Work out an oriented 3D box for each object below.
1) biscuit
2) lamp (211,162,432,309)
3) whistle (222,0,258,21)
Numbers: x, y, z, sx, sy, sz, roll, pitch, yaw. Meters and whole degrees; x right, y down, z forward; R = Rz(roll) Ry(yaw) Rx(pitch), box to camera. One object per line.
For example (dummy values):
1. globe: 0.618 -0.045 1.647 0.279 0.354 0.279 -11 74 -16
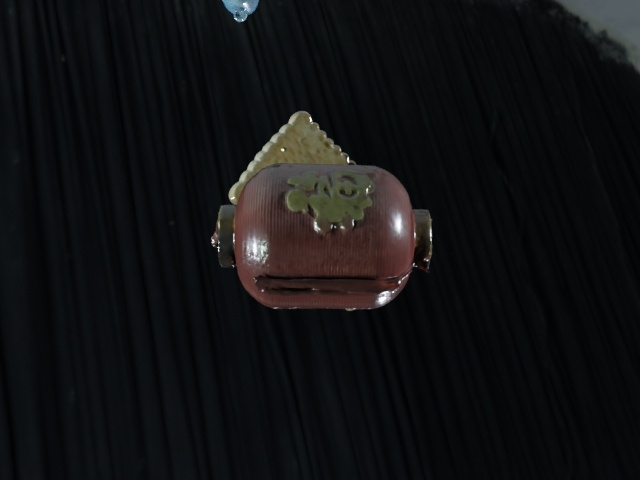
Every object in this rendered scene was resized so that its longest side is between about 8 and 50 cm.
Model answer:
1. biscuit: 0.009 -0.051 1.610 0.325 0.217 0.044 43 167 -17
2. lamp: 0.000 0.000 1.038 0.258 0.180 0.180 0 157 0
3. whistle: -0.149 -0.539 1.696 0.180 0.269 0.093 -3 174 10
